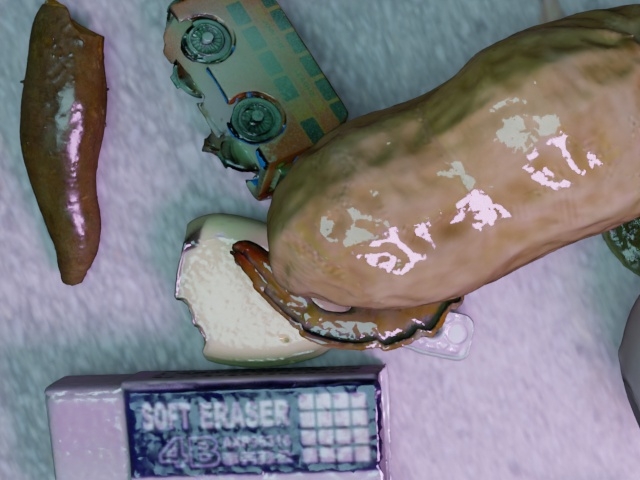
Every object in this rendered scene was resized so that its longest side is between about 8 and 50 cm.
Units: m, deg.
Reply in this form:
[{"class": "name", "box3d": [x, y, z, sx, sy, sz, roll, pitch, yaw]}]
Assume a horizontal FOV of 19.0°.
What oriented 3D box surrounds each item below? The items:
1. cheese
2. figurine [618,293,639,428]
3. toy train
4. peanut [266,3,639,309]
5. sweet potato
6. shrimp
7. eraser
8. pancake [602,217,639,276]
[{"class": "cheese", "box3d": [0.001, 0.060, 1.608, 0.255, 0.050, 0.127, 13, 98, 6]}, {"class": "figurine", "box3d": [0.440, 0.096, 1.509, 0.394, 0.227, 0.275, -19, 125, -1]}, {"class": "toy train", "box3d": [-0.055, -0.128, 1.546, 0.099, 0.072, 0.188, -25, 71, -19]}, {"class": "peanut", "box3d": [0.136, -0.060, 1.476, 0.387, 0.192, 0.169, -27, 75, -6]}, {"class": "sweet potato", "box3d": [-0.214, -0.080, 1.609, 0.077, 0.077, 0.244, 2, 96, 8]}, {"class": "shrimp", "box3d": [0.000, 0.001, 1.567, 0.253, 0.058, 0.173, 26, 63, 4]}, {"class": "eraser", "box3d": [-0.083, 0.173, 1.617, 0.287, 0.086, 0.130, -4, 97, 9]}, {"class": "pancake", "box3d": [0.283, -0.018, 1.575, 0.108, 0.017, 0.108, 1, 102, 7]}]
